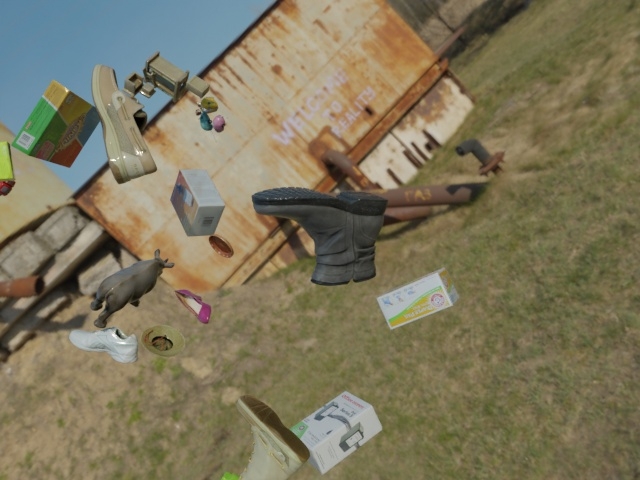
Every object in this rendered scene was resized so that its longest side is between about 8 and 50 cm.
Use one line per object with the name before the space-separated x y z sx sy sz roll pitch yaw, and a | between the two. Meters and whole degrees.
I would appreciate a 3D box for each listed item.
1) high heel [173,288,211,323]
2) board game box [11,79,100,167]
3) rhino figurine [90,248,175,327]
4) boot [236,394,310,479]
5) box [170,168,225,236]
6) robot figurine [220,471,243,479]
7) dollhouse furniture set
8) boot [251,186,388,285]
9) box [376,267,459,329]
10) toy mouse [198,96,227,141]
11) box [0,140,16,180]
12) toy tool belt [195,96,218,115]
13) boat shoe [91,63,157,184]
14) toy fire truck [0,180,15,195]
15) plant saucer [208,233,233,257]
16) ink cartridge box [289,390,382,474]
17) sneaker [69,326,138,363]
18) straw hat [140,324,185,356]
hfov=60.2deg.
high heel | -0.527 0.268 2.271 0.082 0.117 0.244 -62 32 12
board game box | -0.859 -0.375 1.833 0.242 0.064 0.316 -58 2 -1
rhino figurine | -0.392 0.087 1.184 0.106 0.073 0.243 -52 -3 28
boot | -0.180 0.590 1.569 0.203 0.262 0.095 -54 -17 13
box | -0.378 -0.116 1.691 0.091 0.170 0.130 -5 -43 -37
robot figurine | -0.254 0.756 1.677 0.101 0.115 0.067 -57 -5 8
dollhouse furniture set | -0.447 -0.423 1.597 0.161 0.182 0.101 -58 2 -34
boot | 0.000 0.000 1.254 0.118 0.338 0.222 -142 58 -62
box | 0.288 0.170 1.624 0.203 0.103 0.114 -26 -5 23
toy mouse | -0.340 -0.368 1.709 0.031 0.161 0.143 -26 -47 -38
box | -0.947 -0.209 1.517 0.178 0.109 0.042 -10 1 -18
toy tool belt | -0.387 -0.451 1.848 0.083 0.051 0.052 -22 -3 -27
boat shoe | -0.477 -0.292 1.350 0.110 0.341 0.121 -16 -21 -10
toy fire truck | -1.091 -0.162 1.780 0.047 0.192 0.135 56 -128 -65
plant saucer | -0.274 0.014 1.534 0.013 0.083 0.083 -50 9 -34
ink cartridge box | 0.053 0.684 1.991 0.273 0.114 0.198 -29 15 -24
sneaker | -0.445 0.203 1.145 0.053 0.152 0.061 -51 -25 -76
straw hat | -0.523 0.346 1.815 0.061 0.145 0.144 -63 -2 32
